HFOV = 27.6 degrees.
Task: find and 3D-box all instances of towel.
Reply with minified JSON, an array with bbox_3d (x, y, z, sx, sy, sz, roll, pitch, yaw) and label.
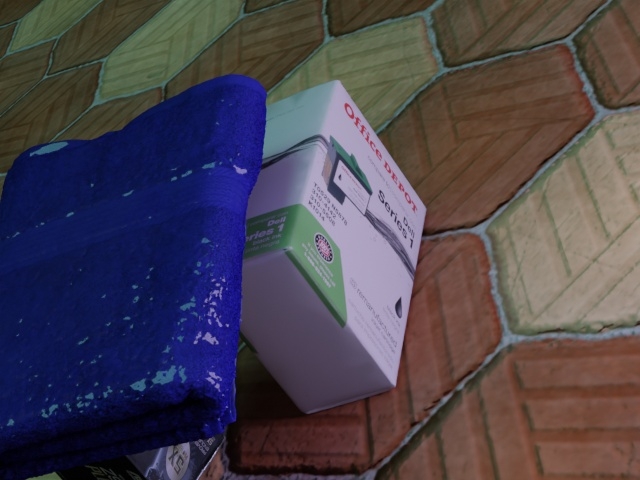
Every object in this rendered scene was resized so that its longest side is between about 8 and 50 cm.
[{"bbox_3d":[-0.143,0.028,0.915,0.228,0.076,0.308,-18,40,21],"label":"towel"}]

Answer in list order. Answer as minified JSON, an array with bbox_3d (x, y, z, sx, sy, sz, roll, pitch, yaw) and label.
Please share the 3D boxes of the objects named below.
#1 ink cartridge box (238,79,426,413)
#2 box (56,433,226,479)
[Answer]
[{"bbox_3d":[0.000,0.000,1.043,0.093,0.160,0.219,-19,34,27],"label":"ink cartridge box"},{"bbox_3d":[-0.189,0.124,1.046,0.147,0.180,0.077,-2,43,45],"label":"box"}]
